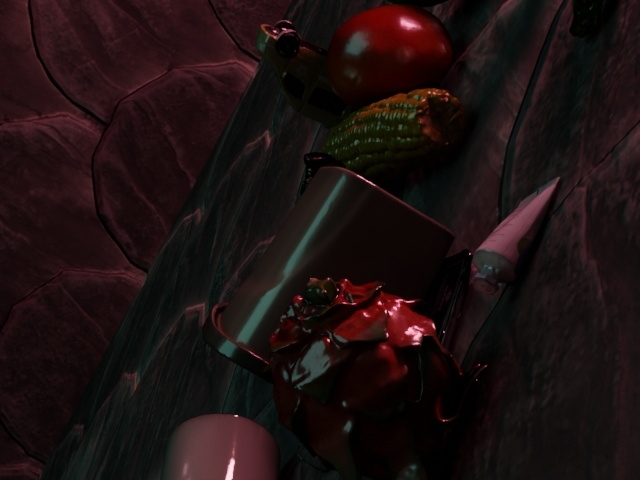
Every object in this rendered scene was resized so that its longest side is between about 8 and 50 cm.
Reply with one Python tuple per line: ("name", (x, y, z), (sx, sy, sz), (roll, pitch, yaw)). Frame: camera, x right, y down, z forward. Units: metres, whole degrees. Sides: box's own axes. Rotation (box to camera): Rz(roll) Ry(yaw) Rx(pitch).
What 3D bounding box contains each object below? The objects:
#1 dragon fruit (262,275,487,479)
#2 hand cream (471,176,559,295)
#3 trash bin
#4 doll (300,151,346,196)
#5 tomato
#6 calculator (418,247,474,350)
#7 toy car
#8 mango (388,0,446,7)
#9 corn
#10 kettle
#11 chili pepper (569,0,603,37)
("dragon fruit", (0.053, 0.158, 1.485), (0.192, 0.274, 0.193), (-27, -4, -26))
("hand cream", (0.206, -0.002, 1.545), (0.142, 0.053, 0.084), (-54, 8, -28))
("trash bin", (0.016, 0.060, 1.681), (0.250, 0.220, 0.219), (-60, 13, -4))
("doll", (0.003, 0.000, 2.103), (0.127, 0.088, 0.249), (-82, -5, -72))
("tomato", (0.100, -0.272, 2.125), (0.195, 0.195, 0.136), (-32, 75, 66))
("calculator", (0.104, 0.107, 1.744), (0.166, 0.028, 0.274), (-69, 14, -18))
("toy car", (0.006, -0.246, 2.273), (0.124, 0.256, 0.101), (-64, 14, 14))
("mango", (0.196, -0.487, 2.132), (0.382, 0.201, 0.225), (-35, 8, 44))
("corn", (0.096, -0.143, 2.047), (0.363, 0.120, 0.120), (-22, 44, 67))
("kettle", (-0.138, 0.388, 1.926), (0.236, 0.161, 0.221), (-88, -1, -54))
("chili pepper", (0.331, -0.369, 1.679), (0.122, 0.065, 0.279), (-40, 31, 51))
